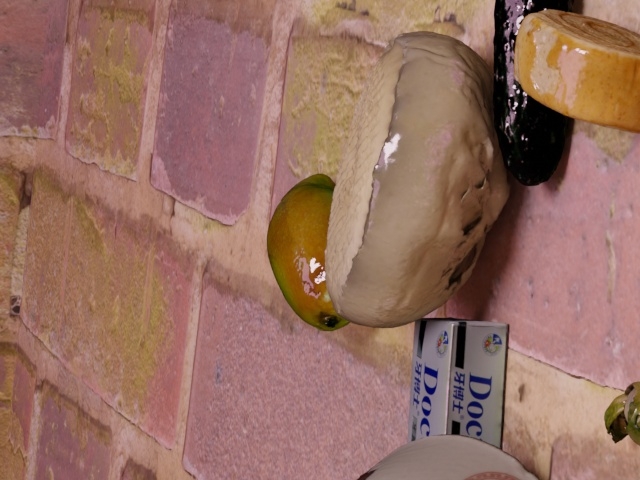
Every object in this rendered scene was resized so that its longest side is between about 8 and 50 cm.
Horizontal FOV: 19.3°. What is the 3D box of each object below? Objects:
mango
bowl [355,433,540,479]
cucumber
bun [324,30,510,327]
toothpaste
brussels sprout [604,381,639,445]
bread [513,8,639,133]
[{"bbox_3d":[0.000,0.000,2.003,0.125,0.111,0.233,-54,23,30],"label":"mango"},{"bbox_3d":[0.062,0.333,1.603,0.337,0.157,0.337,-7,81,48],"label":"bowl"},{"bbox_3d":[0.185,-0.199,1.618,0.081,0.072,0.303,13,99,39],"label":"cucumber"},{"bbox_3d":[0.093,-0.050,1.731,0.287,0.146,0.287,-165,90,-83],"label":"bun"},{"bbox_3d":[0.119,0.240,1.726,0.081,0.067,0.336,-179,92,-65],"label":"toothpaste"},{"bbox_3d":[0.246,0.135,1.455,0.083,0.046,0.051,179,101,-68],"label":"brussels sprout"},{"bbox_3d":[0.214,-0.139,1.479,0.149,0.122,0.073,-133,54,-59],"label":"bread"}]
